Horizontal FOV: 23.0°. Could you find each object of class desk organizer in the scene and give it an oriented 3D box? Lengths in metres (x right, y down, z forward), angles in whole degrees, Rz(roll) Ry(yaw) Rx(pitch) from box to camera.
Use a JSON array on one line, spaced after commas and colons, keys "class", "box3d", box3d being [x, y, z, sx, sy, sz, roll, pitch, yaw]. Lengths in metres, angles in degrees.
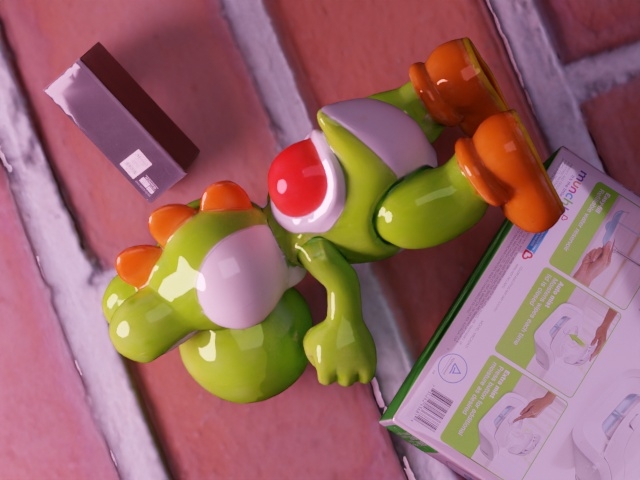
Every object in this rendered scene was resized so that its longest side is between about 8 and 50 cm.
[{"class": "desk organizer", "box3d": [-0.165, -0.100, 1.324, 0.047, 0.050, 0.130, -37, 103, 26]}]

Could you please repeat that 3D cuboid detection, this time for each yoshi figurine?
[{"class": "yoshi figurine", "box3d": [0.008, 0.009, 1.255, 0.362, 0.203, 0.203, -29, 93, 6]}]

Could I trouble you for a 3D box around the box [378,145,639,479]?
[{"class": "box", "box3d": [0.215, 0.099, 1.280, 0.231, 0.127, 0.262, 32, 82, 1]}]
